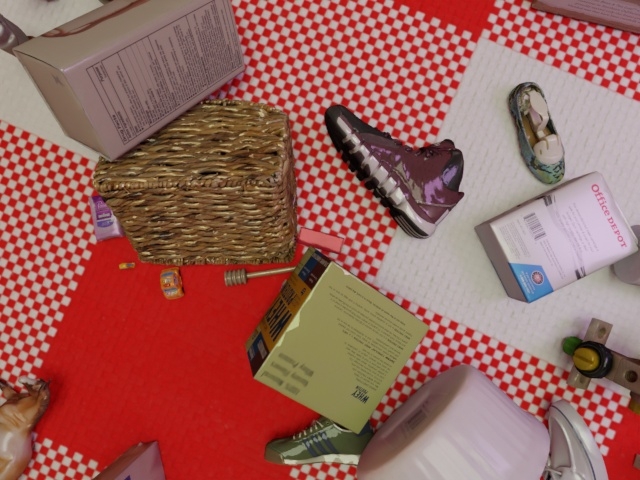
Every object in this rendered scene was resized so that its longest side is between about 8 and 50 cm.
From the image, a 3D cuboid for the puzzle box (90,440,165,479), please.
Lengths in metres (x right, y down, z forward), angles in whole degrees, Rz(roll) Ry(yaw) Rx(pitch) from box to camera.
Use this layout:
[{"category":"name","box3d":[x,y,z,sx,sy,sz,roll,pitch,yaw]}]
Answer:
[{"category":"puzzle box","box3d":[-0.290,0.561,0.679,0.052,0.272,0.409,-13,87,6]}]

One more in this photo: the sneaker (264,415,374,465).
[{"category":"sneaker","box3d":[0.000,0.337,0.781,0.192,0.064,0.086,3,87,-3]}]

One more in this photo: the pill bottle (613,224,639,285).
[{"category":"pill bottle","box3d":[0.625,0.040,0.741,0.221,0.121,0.121,9,88,2]}]

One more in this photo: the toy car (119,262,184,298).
[{"category":"toy car","box3d":[-0.309,0.074,0.810,0.121,0.040,0.060,6,88,2]}]

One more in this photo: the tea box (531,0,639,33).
[{"category":"tea box","box3d":[0.575,-0.538,0.714,0.328,0.220,0.324,16,88,3]}]

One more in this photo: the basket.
[{"category":"basket","box3d":[-0.192,-0.099,0.786,0.299,0.223,0.214,-2,54,2]}]

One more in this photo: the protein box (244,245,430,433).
[{"category":"protein box","box3d":[0.020,0.153,0.722,0.199,0.136,0.201,34,89,-17]}]

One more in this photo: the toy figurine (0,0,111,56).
[{"category":"toy figurine","box3d":[-0.462,-0.404,0.787,0.212,0.148,0.210,7,94,0]}]

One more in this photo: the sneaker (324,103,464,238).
[{"category":"sneaker","box3d":[0.143,-0.152,0.783,0.162,0.106,0.281,-41,98,-5]}]

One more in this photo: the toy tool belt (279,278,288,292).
[{"category":"toy tool belt","box3d":[-0.059,0.111,0.792,0.052,0.051,0.083,12,88,31]}]

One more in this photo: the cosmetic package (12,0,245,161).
[{"category":"cosmetic package","box3d":[-0.272,-0.279,0.694,0.129,0.153,0.296,26,55,25]}]

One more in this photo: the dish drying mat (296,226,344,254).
[{"category":"dish drying mat","box3d":[0.000,0.000,0.819,0.083,0.008,0.032,15,90,1]}]

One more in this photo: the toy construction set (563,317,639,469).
[{"category":"toy construction set","box3d":[0.537,0.258,0.728,0.257,0.237,0.309,-14,106,-28]}]

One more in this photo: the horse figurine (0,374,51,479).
[{"category":"horse figurine","box3d":[-0.573,0.353,0.798,0.174,0.066,0.264,12,86,8]}]

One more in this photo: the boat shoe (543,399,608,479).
[{"category":"boat shoe","box3d":[0.419,0.402,0.748,0.084,0.095,0.258,-15,87,-3]}]

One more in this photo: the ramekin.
[{"category":"ramekin","box3d":[0.183,0.317,0.676,0.277,0.277,0.135,-43,79,0]}]

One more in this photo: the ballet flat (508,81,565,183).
[{"category":"ballet flat","box3d":[0.384,-0.190,0.785,0.070,0.070,0.189,-23,88,1]}]

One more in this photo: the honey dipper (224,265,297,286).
[{"category":"honey dipper","box3d":[-0.092,0.059,0.810,0.160,0.030,0.031,-7,88,-1]}]

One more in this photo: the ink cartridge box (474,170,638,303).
[{"category":"ink cartridge box","box3d":[0.398,-0.005,0.767,0.203,0.086,0.148,-25,88,0]}]

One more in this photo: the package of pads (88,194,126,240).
[{"category":"package of pads","box3d":[-0.389,-0.043,0.821,0.050,0.032,0.083,-11,88,-1]}]
